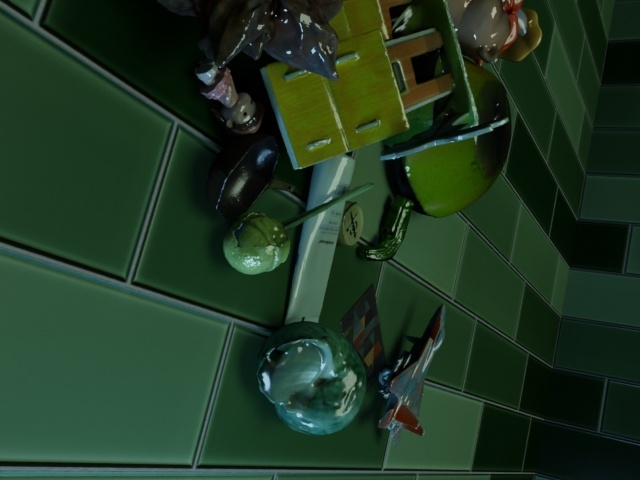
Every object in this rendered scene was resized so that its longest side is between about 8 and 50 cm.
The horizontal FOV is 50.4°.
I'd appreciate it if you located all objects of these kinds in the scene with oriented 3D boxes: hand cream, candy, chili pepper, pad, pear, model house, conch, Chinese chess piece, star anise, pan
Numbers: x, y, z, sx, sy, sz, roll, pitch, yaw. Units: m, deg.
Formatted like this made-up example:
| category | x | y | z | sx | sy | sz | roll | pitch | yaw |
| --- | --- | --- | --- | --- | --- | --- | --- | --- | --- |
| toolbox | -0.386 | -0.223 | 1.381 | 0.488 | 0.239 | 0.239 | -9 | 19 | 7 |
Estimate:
| category | x | y | z | sx | sy | sz | roll | pitch | yaw |
| --- | --- | --- | --- | --- | --- | --- | --- | --- | --- |
| hand cream | 0.000 | 0.000 | 1.163 | 0.109 | 0.067 | 0.320 | 5 | 96 | -60 |
| candy | -0.017 | -0.038 | 1.051 | 0.336 | 0.093 | 0.092 | -29 | 78 | -43 |
| chili pepper | 0.136 | -0.013 | 1.379 | 0.182 | 0.050 | 0.073 | -56 | 146 | -33 |
| pad | 0.091 | 0.213 | 1.392 | 0.143 | 0.003 | 0.211 | -44 | 131 | -46 |
| pear | 0.309 | -0.235 | 1.476 | 0.399 | 0.165 | 0.398 | -8 | 99 | -60 |
| model house | 0.081 | -0.258 | 0.972 | 0.324 | 0.340 | 0.300 | -30 | 107 | -39 |
| conch | -0.020 | 0.227 | 1.103 | 0.196 | 0.134 | 0.202 | 1 | 104 | -18 |
| Chinese chess piece | 0.048 | -0.031 | 1.247 | 0.084 | 0.034 | 0.084 | -20 | 113 | -55 |
| star anise | -0.089 | -0.306 | 0.828 | 0.315 | 0.108 | 0.315 | 26 | 45 | -30 |
| pan | -0.107 | -0.081 | 0.970 | 0.128 | 0.048 | 0.202 | -51 | 162 | -12 |

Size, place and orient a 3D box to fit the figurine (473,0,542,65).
| category | x | y | z | sx | sy | sz | roll | pitch | yaw |
| --- | --- | --- | --- | --- | --- | --- | --- | --- | --- |
| figurine | 0.413 | -0.522 | 1.604 | 0.257 | 0.208 | 0.180 | 14 | 47 | -59 |

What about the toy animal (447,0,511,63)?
| category | x | y | z | sx | sy | sz | roll | pitch | yaw |
| --- | --- | --- | --- | --- | --- | --- | --- | --- | --- |
| toy animal | 0.303 | -0.494 | 1.436 | 0.250 | 0.154 | 0.166 | 53 | 30 | -13 |

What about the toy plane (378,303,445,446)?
| category | x | y | z | sx | sy | sz | roll | pitch | yaw |
| --- | --- | --- | --- | --- | --- | --- | --- | --- | --- |
| toy plane | 0.204 | 0.279 | 1.490 | 0.223 | 0.105 | 0.326 | 57 | 46 | -50 |

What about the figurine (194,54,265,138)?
| category | x | y | z | sx | sy | sz | roll | pitch | yaw |
| --- | --- | --- | --- | --- | --- | --- | --- | --- | --- |
| figurine | -0.125 | -0.196 | 0.926 | 0.129 | 0.054 | 0.072 | 51 | 38 | -40 |
